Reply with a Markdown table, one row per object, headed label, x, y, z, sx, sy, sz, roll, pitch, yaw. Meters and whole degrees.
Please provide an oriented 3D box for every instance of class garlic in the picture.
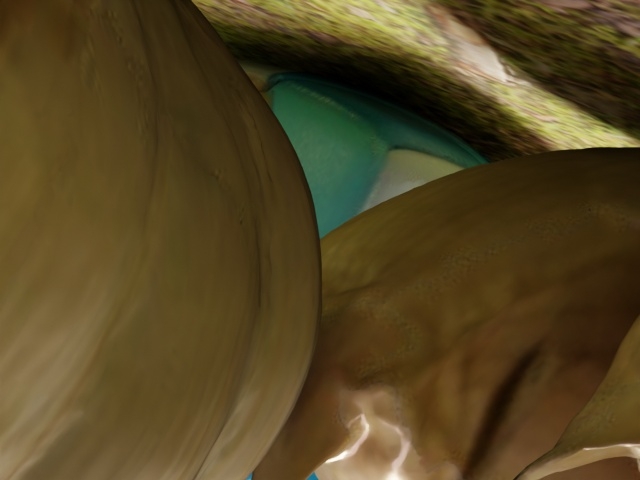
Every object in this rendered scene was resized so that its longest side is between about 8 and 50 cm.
| label | x | y | z | sx | sy | sz | roll | pitch | yaw |
| --- | --- | --- | --- | --- | --- | --- | --- | --- | --- |
| garlic | 0.151 | 0.081 | 0.634 | 0.313 | 0.249 | 0.286 | 46 | -177 | -23 |
| garlic | -0.144 | -0.031 | 0.521 | 0.322 | 0.241 | 0.322 | 64 | 179 | 3 |

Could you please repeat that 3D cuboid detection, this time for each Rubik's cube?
| label | x | y | z | sx | sy | sz | roll | pitch | yaw |
| --- | --- | --- | --- | --- | --- | --- | --- | --- | --- |
| Rubik's cube | 0.000 | 0.000 | 0.903 | 0.254 | 0.254 | 0.254 | 21 | 177 | 1 |
